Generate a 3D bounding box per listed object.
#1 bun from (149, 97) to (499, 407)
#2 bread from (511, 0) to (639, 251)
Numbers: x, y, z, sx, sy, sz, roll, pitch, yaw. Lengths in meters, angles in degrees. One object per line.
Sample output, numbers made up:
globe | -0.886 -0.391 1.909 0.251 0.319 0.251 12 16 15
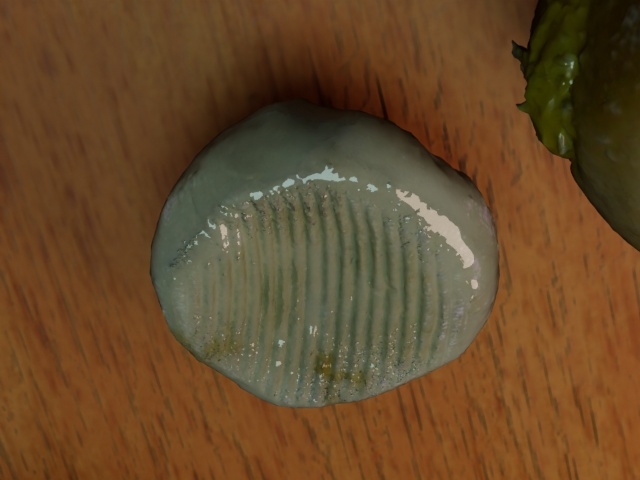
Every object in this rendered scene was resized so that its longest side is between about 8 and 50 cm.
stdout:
bun | 0.000 0.000 0.855 0.183 0.102 0.183 -1 129 -2
bread | 0.202 -0.120 0.738 0.176 0.195 0.246 35 112 -24
